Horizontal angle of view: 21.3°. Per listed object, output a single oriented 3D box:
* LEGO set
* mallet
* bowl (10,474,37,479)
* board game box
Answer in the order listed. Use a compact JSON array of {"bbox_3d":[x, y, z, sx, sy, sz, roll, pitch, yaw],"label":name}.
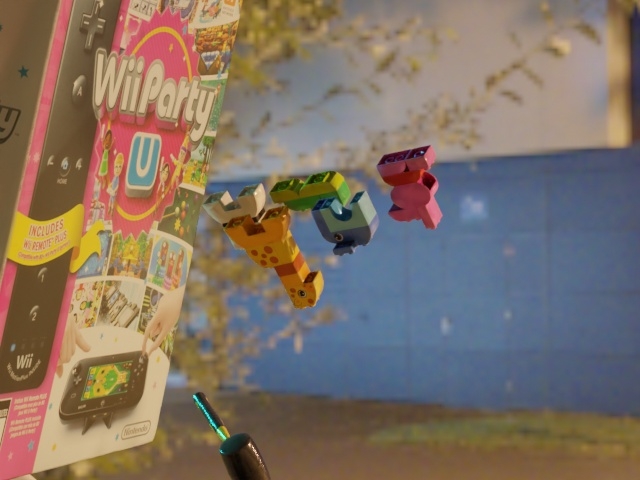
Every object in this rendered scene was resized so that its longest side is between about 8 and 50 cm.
[{"bbox_3d":[0.000,0.000,1.456,0.227,0.093,0.087,-10,28,32],"label":"LEGO set"},{"bbox_3d":[-0.105,0.199,1.806,0.039,0.062,0.190,-27,34,-10],"label":"mallet"},{"bbox_3d":[-0.224,0.205,0.964,0.289,0.156,0.289,37,12,-9],"label":"bowl"},{"bbox_3d":[-0.143,-0.038,0.894,0.097,0.303,0.224,13,4,18],"label":"board game box"}]
